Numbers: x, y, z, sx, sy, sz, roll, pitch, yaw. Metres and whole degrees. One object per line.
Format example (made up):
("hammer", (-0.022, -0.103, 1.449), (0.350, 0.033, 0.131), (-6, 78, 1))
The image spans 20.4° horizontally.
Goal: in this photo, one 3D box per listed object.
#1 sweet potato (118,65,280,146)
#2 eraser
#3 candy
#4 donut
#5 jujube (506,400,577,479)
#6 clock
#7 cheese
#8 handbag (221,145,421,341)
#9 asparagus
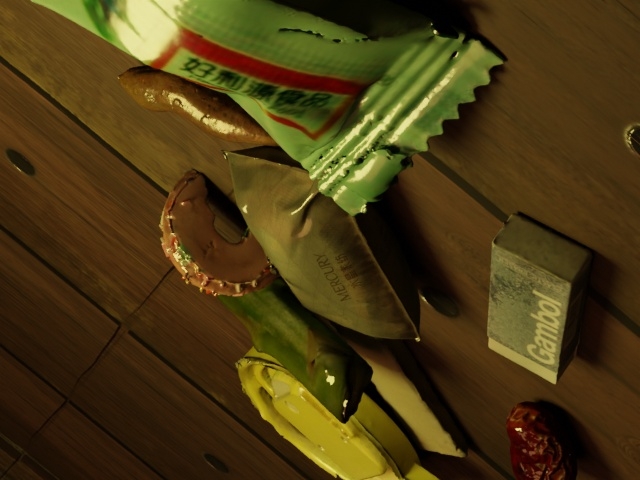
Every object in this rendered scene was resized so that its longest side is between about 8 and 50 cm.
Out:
("sweet potato", (-0.130, -0.147, 1.884), (0.218, 0.051, 0.065), (24, 153, 28))
("eraser", (0.217, 0.063, 1.779), (0.092, 0.046, 0.212), (28, 153, 20))
("candy", (-0.056, -0.194, 1.572), (0.398, 0.172, 0.263), (31, 145, -15))
("donut", (-0.128, 0.011, 2.077), (0.166, 0.117, 0.065), (42, 151, -6))
("jujube", (0.246, 0.236, 2.008), (0.077, 0.077, 0.129), (14, 141, 42))
("clock", (0.022, 0.228, 2.297), (0.293, 0.071, 0.277), (44, 159, -11))
("cheese", (0.066, 0.123, 2.108), (0.085, 0.034, 0.400), (5, 140, 44))
("handbag", (0.000, 0.000, 1.887), (0.182, 0.117, 0.270), (21, 151, 42))
("asparagus", (-0.043, 0.104, 2.116), (0.343, 0.085, 0.082), (41, 159, 44))
